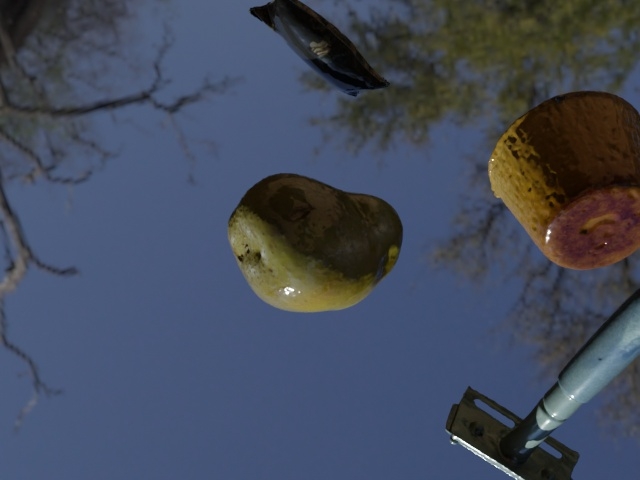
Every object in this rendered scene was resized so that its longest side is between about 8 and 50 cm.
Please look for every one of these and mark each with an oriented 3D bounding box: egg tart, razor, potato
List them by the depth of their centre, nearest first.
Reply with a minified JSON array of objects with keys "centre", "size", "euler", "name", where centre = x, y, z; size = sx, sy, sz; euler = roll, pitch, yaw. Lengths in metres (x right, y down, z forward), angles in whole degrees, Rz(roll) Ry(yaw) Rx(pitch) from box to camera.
[{"centre":[0.117,0.055,0.581],"size":[0.068,0.135,0.040],"euler":[32,-144,-4],"name":"razor"},{"centre":[0.000,0.000,1.443],"size":[0.194,0.157,0.157],"euler":[-9,-160,-32],"name":"potato"},{"centre":[0.316,-0.066,1.632],"size":[0.202,0.202,0.147],"euler":[-16,-135,-1],"name":"egg tart"}]

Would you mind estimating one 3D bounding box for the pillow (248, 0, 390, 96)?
[{"centre":[-0.001,-0.202,1.396],"size":[0.048,0.150,0.090],"euler":[-49,-166,4],"name":"pillow"}]
